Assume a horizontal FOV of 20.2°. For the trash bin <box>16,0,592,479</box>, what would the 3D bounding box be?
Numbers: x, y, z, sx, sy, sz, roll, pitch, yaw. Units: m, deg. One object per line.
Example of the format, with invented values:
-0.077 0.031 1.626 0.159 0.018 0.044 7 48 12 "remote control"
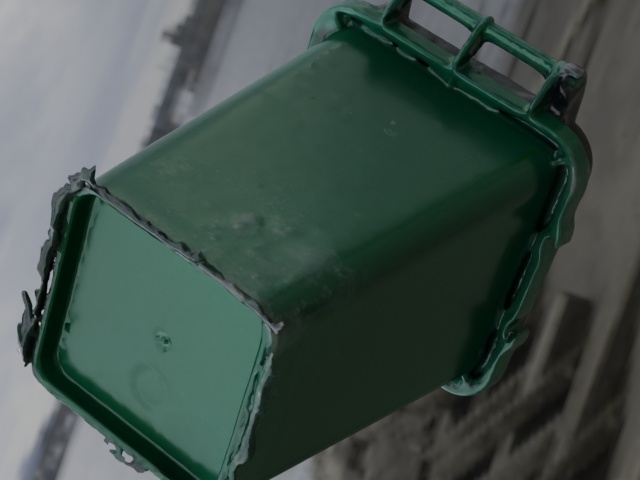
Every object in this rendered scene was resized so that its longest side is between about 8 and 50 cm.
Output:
0.000 0.000 1.284 0.381 0.259 0.295 -31 -32 -48 "trash bin"
